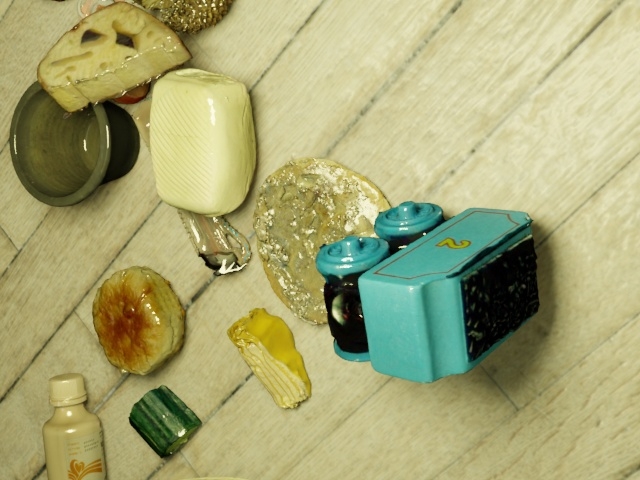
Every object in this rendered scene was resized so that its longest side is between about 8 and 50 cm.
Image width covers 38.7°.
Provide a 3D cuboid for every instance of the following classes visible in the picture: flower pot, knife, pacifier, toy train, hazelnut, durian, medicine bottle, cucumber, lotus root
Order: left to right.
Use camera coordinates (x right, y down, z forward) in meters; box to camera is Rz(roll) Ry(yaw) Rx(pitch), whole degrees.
[{"bbox_3d":[-0.488,0.390,1.793,0.114,0.114,0.252,-3,96,29],"label":"medicine bottle"},{"bbox_3d":[-0.427,-0.180,1.654,0.235,0.148,0.235,3,96,29],"label":"flower pot"},{"bbox_3d":[-0.407,-0.436,1.655,0.099,0.081,0.078,-51,45,24],"label":"pacifier"},{"bbox_3d":[-0.346,-0.312,1.506,0.261,0.074,0.170,-25,55,12],"label":"lotus root"},{"bbox_3d":[-0.346,-0.283,1.637,0.086,0.086,0.086,5,100,28],"label":"hazelnut"},{"bbox_3d":[-0.301,0.350,1.717,0.115,0.062,0.116,43,113,21],"label":"cucumber"},{"bbox_3d":[-0.222,-0.446,1.515,0.196,0.167,0.196,0,94,3],"label":"durian"},{"bbox_3d":[-0.234,-0.098,1.626,0.089,0.043,0.365,-28,80,-4],"label":"knife"},{"bbox_3d":[0.161,0.060,1.290,0.265,0.300,0.188,7,116,41],"label":"toy train"}]

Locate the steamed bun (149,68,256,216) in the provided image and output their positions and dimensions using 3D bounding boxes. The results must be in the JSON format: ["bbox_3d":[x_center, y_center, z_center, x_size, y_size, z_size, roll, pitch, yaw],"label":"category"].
[{"bbox_3d":[-0.183,-0.167,1.529,0.170,0.153,0.238,14,114,35],"label":"steamed bun"}]

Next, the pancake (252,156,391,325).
[{"bbox_3d":[0.000,0.001,1.506,0.282,0.049,0.282,5,101,27],"label":"pancake"}]

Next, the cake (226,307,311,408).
[{"bbox_3d":[-0.085,0.204,1.551,0.080,0.116,0.185,-14,86,28],"label":"cake"}]

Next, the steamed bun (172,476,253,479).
[{"bbox_3d":[-0.179,0.601,1.561,0.456,0.290,0.371,3,103,26],"label":"steamed bun"}]

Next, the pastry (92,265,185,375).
[{"bbox_3d":[-0.338,0.149,1.686,0.182,0.093,0.192,-38,75,28],"label":"pastry"}]
